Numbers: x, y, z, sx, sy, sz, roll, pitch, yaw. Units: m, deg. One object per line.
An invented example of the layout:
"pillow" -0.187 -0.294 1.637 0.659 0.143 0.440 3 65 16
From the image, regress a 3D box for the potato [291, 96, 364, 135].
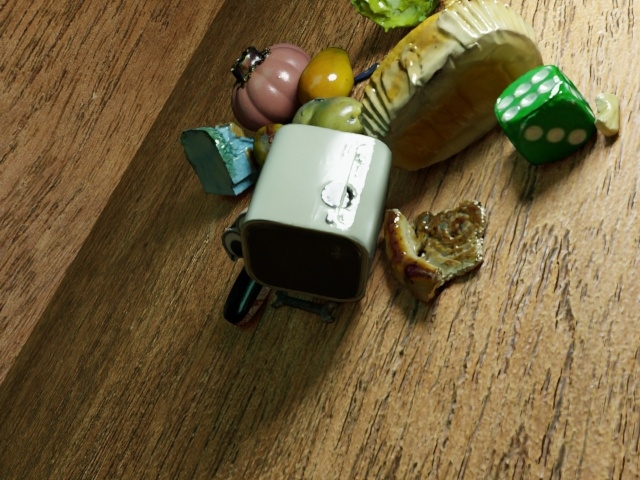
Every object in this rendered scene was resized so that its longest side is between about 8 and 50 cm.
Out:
"potato" 0.025 -0.299 1.696 0.169 0.143 0.248 -50 24 -16

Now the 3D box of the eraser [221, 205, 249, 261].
"eraser" -0.111 -0.080 1.593 0.171 0.087 0.290 -41 5 39

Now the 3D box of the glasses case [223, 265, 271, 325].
"glasses case" -0.151 0.084 1.616 0.103 0.067 0.267 2 60 58

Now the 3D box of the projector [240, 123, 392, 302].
"projector" -0.004 -0.051 1.321 0.248 0.248 0.249 91 -167 -56

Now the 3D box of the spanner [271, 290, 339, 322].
"spanner" -0.039 0.140 1.453 0.254 0.015 0.054 6 65 57

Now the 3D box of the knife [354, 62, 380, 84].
"knife" 0.126 -0.469 1.876 0.121 0.018 0.031 -15 53 48

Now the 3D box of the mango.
"mango" 0.013 -0.459 1.908 0.175 0.139 0.254 -30 28 20

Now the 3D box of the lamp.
"lamp" -0.163 -0.489 2.073 0.305 0.239 0.305 -41 24 23

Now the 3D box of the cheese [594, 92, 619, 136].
"cheese" 0.469 -0.209 1.092 0.030 0.044 0.083 -39 30 54

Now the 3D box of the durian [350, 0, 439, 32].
"durian" 0.269 -0.704 1.745 0.339 0.204 0.256 -44 16 -27

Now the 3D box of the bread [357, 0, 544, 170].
"bread" 0.244 -0.309 1.320 0.388 0.236 0.183 -34 35 29

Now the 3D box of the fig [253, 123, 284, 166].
"fig" -0.132 -0.269 1.914 0.136 0.121 0.153 -48 39 1

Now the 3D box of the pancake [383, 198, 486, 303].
"pancake" 0.190 0.017 1.223 0.257 0.056 0.212 -10 50 50

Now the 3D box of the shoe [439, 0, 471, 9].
"shoe" 0.352 -0.625 1.679 0.109 0.069 0.072 -46 36 22

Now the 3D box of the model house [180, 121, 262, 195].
"model house" -0.259 -0.285 2.056 0.241 0.226 0.261 -32 23 -26

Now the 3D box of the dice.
"dice" 0.384 -0.216 1.140 0.128 0.120 0.131 -35 32 29
